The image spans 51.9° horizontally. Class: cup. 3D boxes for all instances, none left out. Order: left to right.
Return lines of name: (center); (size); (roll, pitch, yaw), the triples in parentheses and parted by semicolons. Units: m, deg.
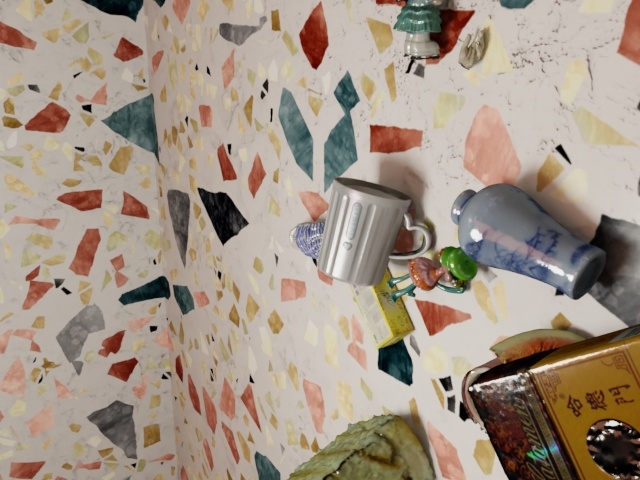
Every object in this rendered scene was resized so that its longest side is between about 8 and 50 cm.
cup: (0.102, -0.010, 1.383); (0.221, 0.166, 0.202); (29, 110, 44)

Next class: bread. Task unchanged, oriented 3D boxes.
bread: (0.069, 0.600, 1.475); (0.264, 0.395, 0.239); (57, 148, -2)

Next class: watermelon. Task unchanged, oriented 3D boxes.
watermelon: (0.390, 0.206, 1.041); (0.245, 0.119, 0.063); (33, 141, 43)

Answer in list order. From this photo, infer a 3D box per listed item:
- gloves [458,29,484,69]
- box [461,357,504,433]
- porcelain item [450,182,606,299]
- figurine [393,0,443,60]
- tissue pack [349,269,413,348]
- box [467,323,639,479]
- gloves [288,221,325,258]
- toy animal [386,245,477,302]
gloves: (0.265, -0.334, 1.163); (0.044, 0.037, 0.081); (40, 127, 12)
box: (0.334, 0.263, 1.142); (0.151, 0.135, 0.151); (30, 126, 53)
porcelain item: (0.328, -0.005, 1.074); (0.259, 0.141, 0.141); (34, 128, 41)
figurine: (0.178, -0.463, 1.210); (0.138, 0.110, 0.246); (-120, 24, -62)
tissue pack: (0.138, 0.149, 1.513); (0.176, 0.062, 0.095); (67, 150, 19)
box: (0.418, 0.251, 0.859); (0.415, 0.115, 0.264); (-31, 80, 46)
gloves: (-0.005, 0.003, 1.697); (0.229, 0.097, 0.119); (-2, 128, 55)
toy animal: (0.228, 0.075, 1.307); (0.103, 0.100, 0.208); (52, 136, -8)
